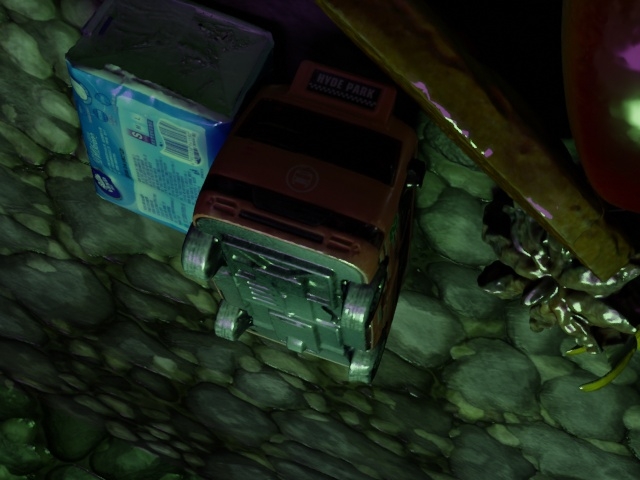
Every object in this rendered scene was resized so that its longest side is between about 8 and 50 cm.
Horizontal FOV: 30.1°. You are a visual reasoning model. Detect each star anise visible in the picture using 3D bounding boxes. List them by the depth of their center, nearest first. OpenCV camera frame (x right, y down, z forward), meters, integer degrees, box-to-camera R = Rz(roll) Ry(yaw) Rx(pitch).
[{"bbox_3d":[0.260,0.036,1.285,0.223,0.109,0.236,42,153,5],"label":"star anise"}]

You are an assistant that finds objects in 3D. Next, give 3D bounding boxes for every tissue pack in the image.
[{"bbox_3d":[-0.157,-0.135,1.331,0.198,0.146,0.263,22,153,11],"label":"tissue pack"}]

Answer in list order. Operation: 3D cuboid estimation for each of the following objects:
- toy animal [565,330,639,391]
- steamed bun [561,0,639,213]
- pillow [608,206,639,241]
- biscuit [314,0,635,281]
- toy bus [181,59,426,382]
[{"bbox_3d":[0.351,0.095,1.406,0.095,0.219,0.155,29,118,27],"label":"toy animal"},{"bbox_3d":[0.302,-0.147,0.865,0.235,0.248,0.379,9,148,23],"label":"steamed bun"},{"bbox_3d":[0.353,-0.018,1.247,0.091,0.055,0.136,12,159,-20],"label":"pillow"},{"bbox_3d":[0.147,-0.112,1.052,0.394,0.070,0.350,40,-172,-37],"label":"biscuit"},{"bbox_3d":[0.000,0.000,1.308,0.203,0.233,0.427,18,162,9],"label":"toy bus"}]
